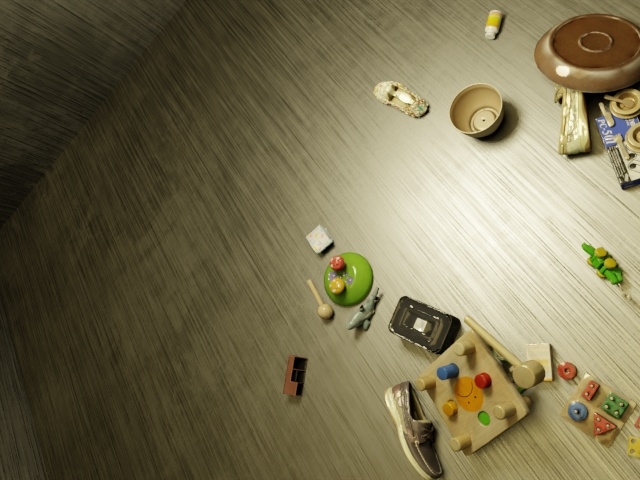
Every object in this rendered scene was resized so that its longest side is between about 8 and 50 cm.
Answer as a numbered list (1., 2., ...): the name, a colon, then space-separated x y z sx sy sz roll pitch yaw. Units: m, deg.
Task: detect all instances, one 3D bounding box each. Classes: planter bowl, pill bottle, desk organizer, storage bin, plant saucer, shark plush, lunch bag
1. planter bowl: 0.491 -0.384 1.763 0.162 0.109 0.162 -10 71 31
2. pill bottle: 0.556 -0.694 1.850 0.043 0.043 0.083 12 83 35
3. desk organizer: -0.084 0.455 1.933 0.050 0.047 0.130 2 78 31
4. storage bin: 0.309 0.253 1.712 0.180 0.084 0.122 22 89 36
5. plant saucer: 0.758 -0.534 1.589 0.311 0.050 0.310 -6 54 9
6. shark plush: 0.145 0.224 1.836 0.161 0.067 0.073 -47 56 13
7. lunch bag: 0.000 0.000 2.007 0.071 0.053 0.083 -43 48 13

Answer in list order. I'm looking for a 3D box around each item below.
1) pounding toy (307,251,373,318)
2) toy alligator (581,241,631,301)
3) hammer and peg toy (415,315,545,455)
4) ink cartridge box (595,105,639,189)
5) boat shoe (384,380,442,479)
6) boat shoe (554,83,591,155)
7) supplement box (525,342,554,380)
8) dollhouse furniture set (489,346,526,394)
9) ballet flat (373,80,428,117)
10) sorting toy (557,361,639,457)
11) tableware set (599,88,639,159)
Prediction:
1. pounding toy: 0.049 0.134 1.900 0.237 0.110 0.183 -37 59 19
2. toy alligator: 0.757 0.075 1.494 0.051 0.056 0.189 -19 58 -17
3. hammer and peg toy: 0.424 0.367 1.509 0.361 0.127 0.266 -56 51 37
4. ink cartridge box: 0.824 -0.249 1.545 0.097 0.046 0.207 -20 66 26
5. boat shoe: 0.276 0.538 1.642 0.092 0.103 0.285 -40 52 23
6. boat shoe: 0.703 -0.382 1.626 0.089 0.104 0.285 -9 72 28
7. supplement box: 0.588 0.326 1.537 0.062 0.036 0.098 -8 72 32
8. dollhouse furniture set: 0.498 0.353 1.564 0.058 0.076 0.151 -46 58 12
9. ballet flat: 0.265 -0.498 1.963 0.241 0.077 0.091 34 97 36
10. sorting toy: 0.696 0.427 1.432 0.274 0.046 0.132 34 96 35
11. tableware set: 0.828 -0.321 1.511 0.128 0.039 0.194 -23 65 22
